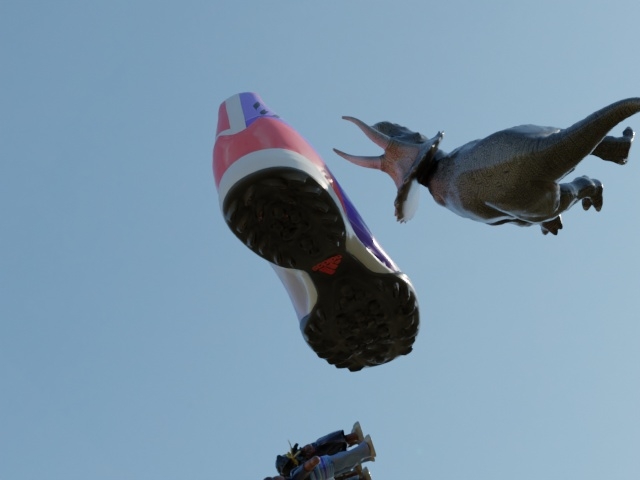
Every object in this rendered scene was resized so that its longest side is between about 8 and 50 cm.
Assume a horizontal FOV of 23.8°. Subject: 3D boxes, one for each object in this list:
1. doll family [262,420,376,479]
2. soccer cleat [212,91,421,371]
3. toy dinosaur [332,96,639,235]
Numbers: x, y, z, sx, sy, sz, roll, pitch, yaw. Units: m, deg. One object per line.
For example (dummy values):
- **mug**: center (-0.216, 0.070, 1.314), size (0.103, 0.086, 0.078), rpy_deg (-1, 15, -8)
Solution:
- **doll family**: center (-0.006, 0.233, 1.495), size (0.111, 0.076, 0.193), rpy_deg (-16, -33, -9)
- **soccer cleat**: center (0.000, 0.000, 1.301), size (0.109, 0.116, 0.318), rpy_deg (-25, -41, 10)
- **toy dinosaur**: center (0.164, -0.055, 1.290), size (0.160, 0.121, 0.313), rpy_deg (-7, 6, -34)
